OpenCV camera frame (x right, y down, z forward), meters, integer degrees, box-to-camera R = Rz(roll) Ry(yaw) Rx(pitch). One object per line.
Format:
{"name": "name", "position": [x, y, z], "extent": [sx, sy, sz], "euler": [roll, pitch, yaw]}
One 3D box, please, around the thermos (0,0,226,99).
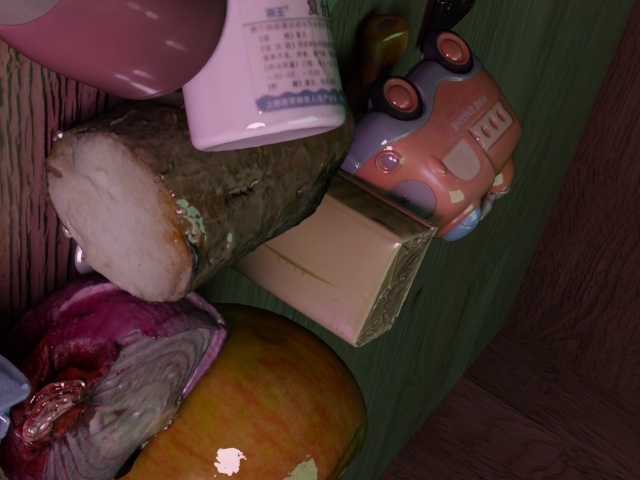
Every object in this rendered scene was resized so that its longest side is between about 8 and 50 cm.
{"name": "thermos", "position": [-0.183, -0.206, 0.956], "extent": [0.265, 0.146, 0.176], "euler": [13, 94, -70]}

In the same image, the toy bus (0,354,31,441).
{"name": "toy bus", "position": [-0.392, 0.185, 1.032], "extent": [0.312, 0.152, 0.190], "euler": [-27, 146, -58]}

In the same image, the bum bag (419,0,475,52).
{"name": "bum bag", "position": [0.195, -0.347, 1.944], "extent": [0.159, 0.026, 0.109], "euler": [-49, 162, -42]}

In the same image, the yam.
{"name": "yam", "position": [-0.109, -0.072, 1.288], "extent": [0.300, 0.195, 0.195], "euler": [-35, 152, -48]}

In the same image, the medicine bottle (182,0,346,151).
{"name": "medicine bottle", "position": [-0.062, -0.200, 1.127], "extent": [0.139, 0.139, 0.236], "euler": [-6, 86, -69]}

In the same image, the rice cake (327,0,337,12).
{"name": "rice cake", "position": [-0.020, -0.284, 1.431], "extent": [0.189, 0.037, 0.198], "euler": [-56, 163, -6]}

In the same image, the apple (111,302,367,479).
{"name": "apple", "position": [-0.115, 0.246, 1.640], "extent": [0.339, 0.340, 0.339], "euler": [-50, 161, -24]}

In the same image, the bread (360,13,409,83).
{"name": "bread", "position": [0.082, -0.253, 1.736], "extent": [0.062, 0.049, 0.103], "euler": [-24, 155, -13]}

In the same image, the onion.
{"name": "onion", "position": [-0.243, 0.122, 1.295], "extent": [0.267, 0.159, 0.348], "euler": [-50, 166, -2]}

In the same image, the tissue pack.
{"name": "tissue pack", "position": [0.000, 0.000, 1.643], "extent": [0.125, 0.234, 0.159], "euler": [-23, 141, -59]}

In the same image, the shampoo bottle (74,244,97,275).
{"name": "shampoo bottle", "position": [-0.195, 0.002, 1.437], "extent": [0.069, 0.041, 0.191], "euler": [-63, 162, 13]}

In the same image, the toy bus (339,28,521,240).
{"name": "toy bus", "position": [0.143, -0.119, 1.773], "extent": [0.287, 0.232, 0.194], "euler": [-46, -176, -41]}
